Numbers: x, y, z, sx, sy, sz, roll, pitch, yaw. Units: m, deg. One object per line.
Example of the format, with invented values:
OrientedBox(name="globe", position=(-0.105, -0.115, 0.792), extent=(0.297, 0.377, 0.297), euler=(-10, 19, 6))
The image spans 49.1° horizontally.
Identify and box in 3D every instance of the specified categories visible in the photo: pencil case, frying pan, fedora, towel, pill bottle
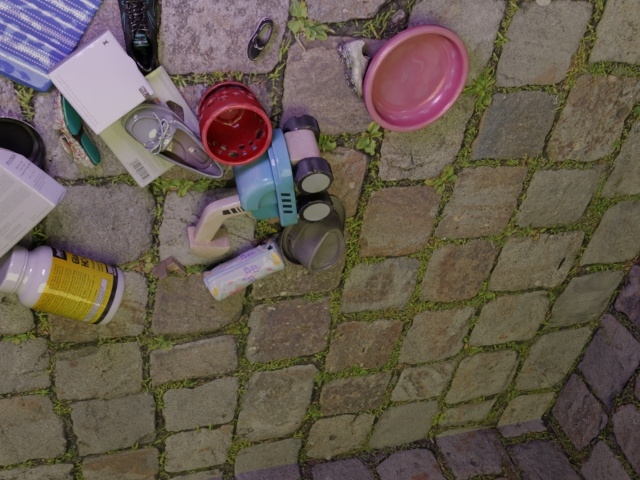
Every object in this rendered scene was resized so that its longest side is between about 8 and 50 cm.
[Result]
OrientedBox(name="pencil case", position=(-0.247, 0.096, 2.303), extent=(0.273, 0.114, 0.124), euler=(-27, 171, 4))
OrientedBox(name="frying pan", position=(-0.878, -0.242, 1.798), extent=(0.326, 0.053, 0.197), euler=(1, 129, -21))
OrientedBox(name="fedora", position=(0.000, 0.000, 2.301), extent=(0.243, 0.124, 0.275), euler=(-2, 129, -35))
OrientedBox(name="towel", position=(-0.679, -0.523, 1.643), extent=(0.243, 0.040, 0.336), euler=(24, 117, -37))
OrientedBox(name="pill bottle", position=(-0.768, 0.125, 2.068), extent=(0.334, 0.188, 0.188), euler=(22, 118, -36))

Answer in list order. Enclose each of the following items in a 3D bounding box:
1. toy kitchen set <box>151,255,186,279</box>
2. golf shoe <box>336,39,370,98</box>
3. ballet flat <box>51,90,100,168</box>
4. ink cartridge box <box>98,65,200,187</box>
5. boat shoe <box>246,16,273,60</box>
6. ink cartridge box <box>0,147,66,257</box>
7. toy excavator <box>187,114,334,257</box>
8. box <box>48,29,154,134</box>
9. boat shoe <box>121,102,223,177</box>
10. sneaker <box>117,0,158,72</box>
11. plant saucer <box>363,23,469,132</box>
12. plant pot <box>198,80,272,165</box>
OrientedBox(name="toy kitchen set", position=(-0.486, 0.111, 2.256), extent=(0.083, 0.068, 0.075), euler=(-32, 134, 7))
OrientedBox(name="golf shoe", position=(0.111, -0.486, 1.987), extent=(0.086, 0.069, 0.176), euler=(-29, 138, -9))
OrientedBox(name="ballet flat", position=(-0.656, -0.285, 1.836), extent=(0.077, 0.091, 0.241), euler=(-4, 131, 11))
OrientedBox(name="ink cartridge box", position=(-0.469, -0.312, 1.902), extent=(0.239, 0.060, 0.275), euler=(-37, 134, -7))
OrientedBox(name="boat shoe", position=(-0.158, -0.528, 1.853), extent=(0.046, 0.038, 0.125), euler=(16, 122, -32))
OrientedBox(name="ink cartridge box", position=(-0.915, -0.149, 1.822), extent=(0.308, 0.091, 0.385), euler=(-34, 118, 27))
OrientedBox(name="toy excavator", position=(-0.198, -0.133, 2.072), extent=(0.445, 0.222, 0.433), euler=(-10, 147, -5))
OrientedBox(name="box", position=(-0.534, -0.388, 1.710), extent=(0.182, 0.119, 0.181), euler=(-38, 116, -6))
OrientedBox(name="boat shoe", position=(-0.385, -0.259, 1.869), extent=(0.118, 0.103, 0.320), euler=(-48, 141, 8))
OrientedBox(name="sneaker", position=(-0.432, -0.533, 1.692), extent=(0.101, 0.106, 0.267), euler=(-11, 131, -12))
OrientedBox(name="plant saucer", position=(0.268, -0.475, 2.035), extent=(0.332, 0.084, 0.332), euler=(-14, 133, -16))
OrientedBox(name="plant pot", position=(-0.242, -0.326, 1.902), extent=(0.191, 0.174, 0.191), euler=(-12, 133, -13))
